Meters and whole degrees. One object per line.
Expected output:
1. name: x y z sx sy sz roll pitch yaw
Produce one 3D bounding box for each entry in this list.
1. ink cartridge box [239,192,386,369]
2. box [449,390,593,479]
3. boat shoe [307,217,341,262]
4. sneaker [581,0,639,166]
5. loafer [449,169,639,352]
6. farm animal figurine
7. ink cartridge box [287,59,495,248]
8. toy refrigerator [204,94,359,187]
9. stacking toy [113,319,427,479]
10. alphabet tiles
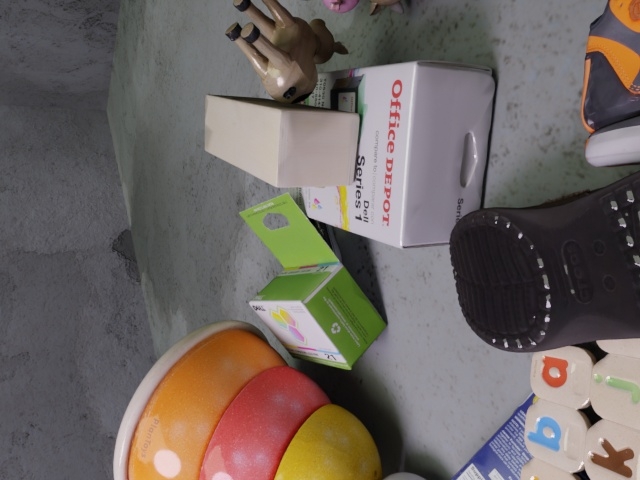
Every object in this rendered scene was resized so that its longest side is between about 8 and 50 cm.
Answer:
1. ink cartridge box: -0.046 0.068 0.779 0.255 0.097 0.189 53 152 -15
2. box: 0.211 0.274 0.510 0.225 0.037 0.136 -55 45 15
3. boat shoe: 0.000 0.000 0.859 0.049 0.040 0.142 -30 69 56
4. sneaker: 0.292 -0.146 0.275 0.321 0.125 0.180 1 97 59
5. loafer: 0.231 0.022 0.408 0.366 0.130 0.133 160 102 -75
6. farm animal figurine: 0.021 -0.332 0.616 0.330 0.172 0.326 -45 44 8
7. ink cartridge box: 0.070 -0.117 0.650 0.278 0.117 0.201 22 114 56
8. toy refrigerator: -0.066 -0.136 0.662 0.269 0.102 0.094 31 120 55
9. stacking toy: -0.032 0.350 0.747 0.480 0.351 0.350 16 110 31
10. alphabet tiles: 0.269 0.181 0.379 0.278 0.021 0.284 172 108 -66
